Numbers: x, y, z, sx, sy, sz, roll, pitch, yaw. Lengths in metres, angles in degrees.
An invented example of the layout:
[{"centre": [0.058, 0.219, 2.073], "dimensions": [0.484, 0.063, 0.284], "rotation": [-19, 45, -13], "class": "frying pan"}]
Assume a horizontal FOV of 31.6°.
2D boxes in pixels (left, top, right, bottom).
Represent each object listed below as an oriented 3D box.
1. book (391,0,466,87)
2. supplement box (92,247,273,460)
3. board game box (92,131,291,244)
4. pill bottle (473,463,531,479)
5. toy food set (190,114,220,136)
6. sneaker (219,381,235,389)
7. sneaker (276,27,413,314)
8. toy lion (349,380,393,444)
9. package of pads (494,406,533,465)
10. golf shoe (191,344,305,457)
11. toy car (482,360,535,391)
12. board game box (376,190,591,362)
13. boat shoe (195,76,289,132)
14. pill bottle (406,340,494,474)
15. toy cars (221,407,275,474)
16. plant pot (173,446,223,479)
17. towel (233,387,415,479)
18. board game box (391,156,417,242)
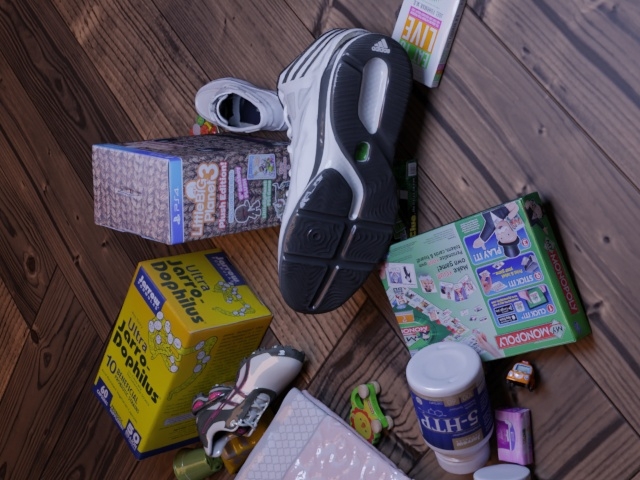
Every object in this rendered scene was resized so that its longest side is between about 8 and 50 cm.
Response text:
[{"centre": [0.159, -0.315, 1.701], "dimensions": [0.096, 0.035, 0.144], "rotation": [35, 122, 34], "class": "book"}, {"centre": [-0.272, 0.218, 2.174], "dimensions": [0.194, 0.195, 0.356], "rotation": [49, 130, 30], "class": "supplement box"}, {"centre": [-0.210, -0.098, 1.964], "dimensions": [0.232, 0.291, 0.141], "rotation": [13, 108, 46], "class": "board game box"}, {"centre": [0.276, 0.444, 1.662], "dimensions": [0.117, 0.117, 0.215], "rotation": [0, 98, 49], "class": "pill bottle"}, {"centre": [-0.220, -0.197, 2.158], "dimensions": [0.082, 0.020, 0.083], "rotation": [51, 132, 29], "class": "toy food set"}, {"centre": [-0.157, 0.286, 2.146], "dimensions": [0.032, 0.083, 0.037], "rotation": [-133, 37, -60], "class": "sneaker"}, {"centre": [0.012, -0.121, 1.799], "dimensions": [0.257, 0.169, 0.447], "rotation": [-135, 57, -64], "class": "sneaker"}, {"centre": [0.077, 0.298, 1.925], "dimensions": [0.096, 0.034, 0.100], "rotation": [-36, 71, 54], "class": "toy lion"}, {"centre": [0.287, 0.290, 1.682], "dimensions": [0.050, 0.032, 0.083], "rotation": [0, 98, 47], "class": "package of pads"}, {"centre": [-0.121, 0.290, 2.046], "dimensions": [0.273, 0.105, 0.120], "rotation": [-41, 41, 30], "class": "golf shoe"}, {"centre": [0.266, 0.191, 1.669], "dimensions": [0.122, 0.060, 0.040], "rotation": [8, 76, 41], "class": "toy car"}, {"centre": [0.227, 0.073, 1.674], "dimensions": [0.317, 0.046, 0.213], "rotation": [-21, 91, 48], "class": "board game box"}, {"centre": [-0.157, -0.243, 2.029], "dimensions": [0.258, 0.084, 0.095], "rotation": [9, 105, 47], "class": "boat shoe"}, {"centre": [0.198, 0.253, 1.682], "dimensions": [0.112, 0.112, 0.186], "rotation": [22, 139, 44], "class": "pill bottle"}, {"centre": [-0.090, 0.389, 2.087], "dimensions": [0.394, 0.087, 0.176], "rotation": [7, 103, 48], "class": "toy cars"}, {"centre": [-0.240, 0.450, 2.286], "dimensions": [0.079, 0.083, 0.083], "rotation": [-24, 80, 35], "class": "plant pot"}, {"centre": [-0.033, 0.455, 1.898], "dimensions": [0.317, 0.053, 0.332], "rotation": [35, 93, 43], "class": "towel"}, {"centre": [0.058, -0.077, 1.866], "dimensions": [0.260, 0.030, 0.136], "rotation": [10, 103, 47], "class": "board game box"}]
